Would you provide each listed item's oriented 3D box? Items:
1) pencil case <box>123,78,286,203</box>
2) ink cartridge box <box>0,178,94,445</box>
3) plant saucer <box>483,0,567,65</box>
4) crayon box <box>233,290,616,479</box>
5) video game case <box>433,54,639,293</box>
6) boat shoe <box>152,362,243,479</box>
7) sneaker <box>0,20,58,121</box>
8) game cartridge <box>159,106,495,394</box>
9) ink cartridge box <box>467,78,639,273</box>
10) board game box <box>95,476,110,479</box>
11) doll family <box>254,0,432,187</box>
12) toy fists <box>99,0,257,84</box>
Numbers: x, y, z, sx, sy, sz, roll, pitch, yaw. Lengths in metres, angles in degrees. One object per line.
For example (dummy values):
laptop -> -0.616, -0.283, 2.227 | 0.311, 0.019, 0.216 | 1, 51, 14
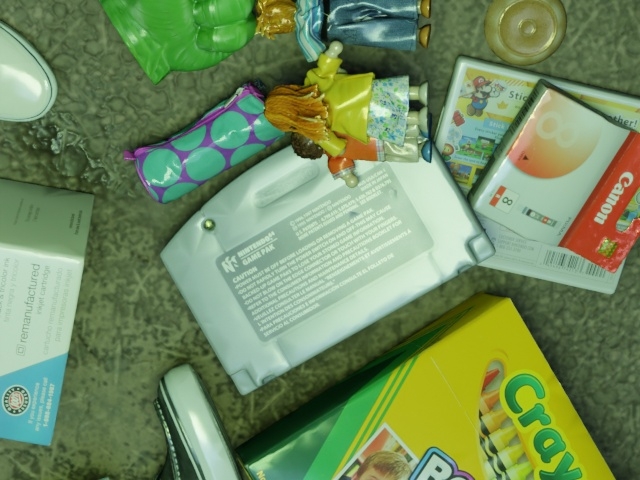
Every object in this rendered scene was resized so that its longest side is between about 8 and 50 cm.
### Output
pencil case -> -0.111, -0.096, 1.799 | 0.151, 0.064, 0.070 | -31, 125, 6
ink cartridge box -> -0.370, 0.051, 1.761 | 0.270, 0.197, 0.198 | 10, 108, -7
plant saucer -> 0.203, -0.211, 1.808 | 0.083, 0.015, 0.083 | -2, 110, -4
crayon box -> 0.139, 0.287, 1.867 | 0.313, 0.106, 0.363 | -32, 98, -7
video game case -> 0.220, -0.064, 1.858 | 0.227, 0.026, 0.206 | 12, 109, -8
boat shoe -> -0.131, 0.290, 1.907 | 0.119, 0.121, 0.335 | -16, 112, -3
sneaker -> -0.368, -0.185, 1.732 | 0.258, 0.091, 0.094 | 29, 105, -14
game cartridge -> 0.000, 0.000, 1.820 | 0.294, 0.060, 0.196 | -29, 94, 8
ink cartridge box -> 0.257, -0.056, 1.827 | 0.179, 0.045, 0.145 | 28, 106, -10
board game box -> -0.304, 0.433, 1.944 | 0.318, 0.066, 0.319 | -17, 111, 15
doll family -> 0.021, -0.179, 1.719 | 0.163, 0.118, 0.263 | 1, 93, 7
toy fists -> -0.159, -0.279, 1.706 | 0.142, 0.096, 0.279 | -32, 114, 2
